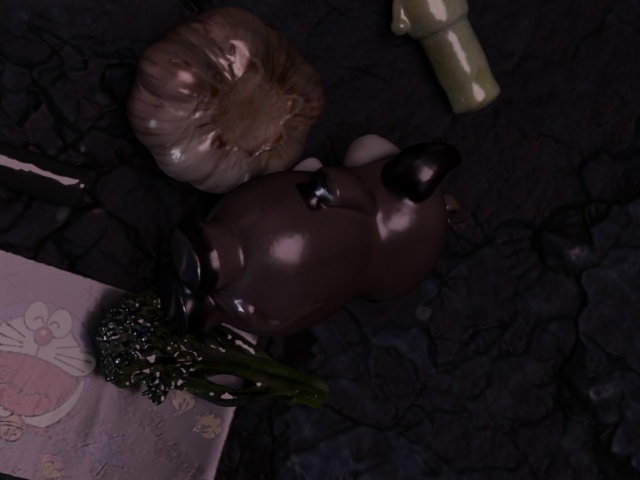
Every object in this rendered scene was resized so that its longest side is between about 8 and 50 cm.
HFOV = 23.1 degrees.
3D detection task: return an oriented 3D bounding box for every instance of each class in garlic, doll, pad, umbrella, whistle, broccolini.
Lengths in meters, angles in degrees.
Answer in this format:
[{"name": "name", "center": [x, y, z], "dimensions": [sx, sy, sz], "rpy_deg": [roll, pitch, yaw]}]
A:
[{"name": "garlic", "center": [-0.077, -0.110, 1.223], "dimensions": [0.159, 0.102, 0.147], "rpy_deg": [-2, 105, -32]}, {"name": "doll", "center": [0.000, 0.002, 1.218], "dimensions": [0.257, 0.182, 0.117], "rpy_deg": [-22, 63, -30]}, {"name": "pad", "center": [-0.181, 0.115, 1.235], "dimensions": [0.245, 0.006, 0.170], "rpy_deg": [20, 82, -20]}, {"name": "umbrella", "center": [-0.240, -0.056, 1.197], "dimensions": [0.133, 0.031, 0.036], "rpy_deg": [19, 81, -19]}, {"name": "whistle", "center": [0.078, -0.226, 1.303], "dimensions": [0.126, 0.067, 0.258], "rpy_deg": [-30, 103, -17]}, {"name": "broccolini", "center": [-0.078, 0.092, 1.236], "dimensions": [0.202, 0.068, 0.091], "rpy_deg": [12, 66, -21]}]
